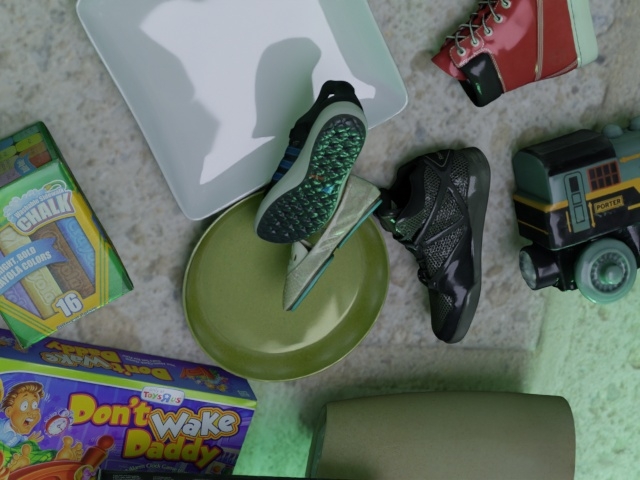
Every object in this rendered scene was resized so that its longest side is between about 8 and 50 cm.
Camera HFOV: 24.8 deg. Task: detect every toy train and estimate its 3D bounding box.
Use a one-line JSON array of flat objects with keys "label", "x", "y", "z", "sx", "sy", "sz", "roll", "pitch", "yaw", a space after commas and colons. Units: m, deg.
[{"label": "toy train", "x": 0.377, "y": -0.051, "z": 1.684, "sx": 0.334, "sy": 0.142, "sz": 0.190, "roll": -17, "pitch": 107, "yaw": -11}]

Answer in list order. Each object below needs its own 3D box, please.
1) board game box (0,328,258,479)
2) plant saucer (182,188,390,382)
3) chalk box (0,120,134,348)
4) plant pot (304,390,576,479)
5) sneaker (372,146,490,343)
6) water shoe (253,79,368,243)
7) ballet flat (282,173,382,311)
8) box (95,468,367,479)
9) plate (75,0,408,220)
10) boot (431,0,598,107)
[{"label": "board game box", "x": -0.272, "y": 0.234, "z": 1.616, "sx": 0.347, "sy": 0.078, "sz": 0.233, "roll": 12, "pitch": 108, "yaw": -22}, {"label": "plant saucer", "x": -0.040, "y": 0.045, "z": 1.635, "sx": 0.241, "sy": 0.037, "sz": 0.241, "roll": -6, "pitch": 113, "yaw": -15}, {"label": "chalk box", "x": -0.301, "y": -0.027, "z": 1.465, "sx": 0.132, "sy": 0.132, "sz": 0.213, "roll": -28, "pitch": 119, "yaw": -5}, {"label": "plant pot", "x": 0.125, "y": 0.279, "z": 1.695, "sx": 0.274, "sy": 0.256, "sz": 0.257, "roll": 12, "pitch": 108, "yaw": -4}, {"label": "sneaker", "x": 0.117, "y": 0.009, "z": 1.645, "sx": 0.130, "sy": 0.087, "sz": 0.228, "roll": -4, "pitch": 110, "yaw": -17}, {"label": "water shoe", "x": -0.008, "y": -0.079, "z": 1.529, "sx": 0.073, "sy": 0.080, "sz": 0.203, "roll": 19, "pitch": 131, "yaw": -22}, {"label": "ballet flat", "x": 0.000, "y": 0.000, "z": 1.588, "sx": 0.052, "sy": 0.057, "sz": 0.168, "roll": 39, "pitch": 93, "yaw": 0}, {"label": "box", "x": -0.091, "y": 0.367, "z": 1.598, "sx": 0.322, "sy": 0.079, "sz": 0.257, "roll": 4, "pitch": 131, "yaw": -7}, {"label": "plate", "x": -0.077, "y": -0.196, "z": 1.516, "sx": 0.277, "sy": 0.045, "sz": 0.278, "roll": -29, "pitch": 118, "yaw": -6}, {"label": "boot", "x": 0.190, "y": -0.266, "z": 1.555, "sx": 0.176, "sy": 0.088, "sz": 0.244, "roll": -22, "pitch": 121, "yaw": -7}]
